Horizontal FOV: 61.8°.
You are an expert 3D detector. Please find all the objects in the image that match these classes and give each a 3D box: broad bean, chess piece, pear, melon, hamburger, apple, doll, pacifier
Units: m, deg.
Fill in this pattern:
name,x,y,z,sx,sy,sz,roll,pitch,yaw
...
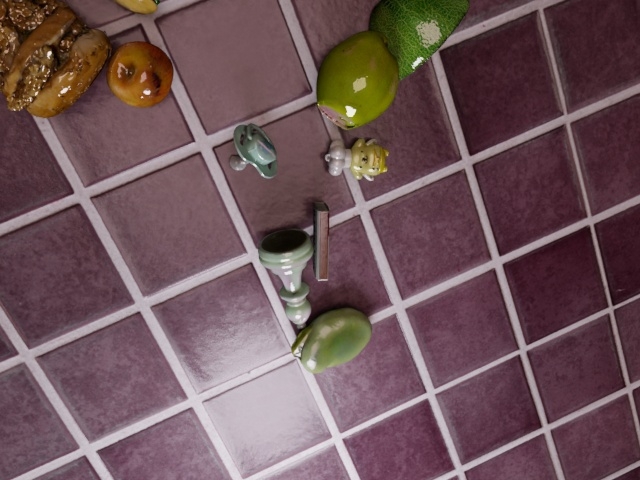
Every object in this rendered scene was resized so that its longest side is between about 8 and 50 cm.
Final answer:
name,x,y,z,sx,sy,sz,roll,pitch,yaw
broad bean,0.030,0.265,1.442,0.228,0.100,0.169,-12,115,-20
chess piece,-0.070,0.117,1.373,0.139,0.139,0.272,-14,117,-7
pear,0.092,-0.376,1.240,0.187,0.187,0.220,36,86,-17
melon,0.224,-0.525,1.252,0.169,0.129,0.265,39,95,-15
hamburger,-0.561,-0.370,1.068,0.211,0.260,0.245,34,89,-21
apple,-0.393,-0.363,1.170,0.146,0.146,0.147,-3,105,-10
doll,0.090,-0.204,1.342,0.162,0.062,0.106,1,100,-10
pacifier,-0.170,-0.210,1.283,0.116,0.127,0.150,-21,145,33
hamburger,-0.398,-0.548,1.110,0.162,0.162,0.115,29,92,-17

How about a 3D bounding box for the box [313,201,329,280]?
name,x,y,z,sx,sy,sz,roll,pitch,yaw
box,0.000,0.000,1.350,0.035,0.115,0.178,0,104,-5
